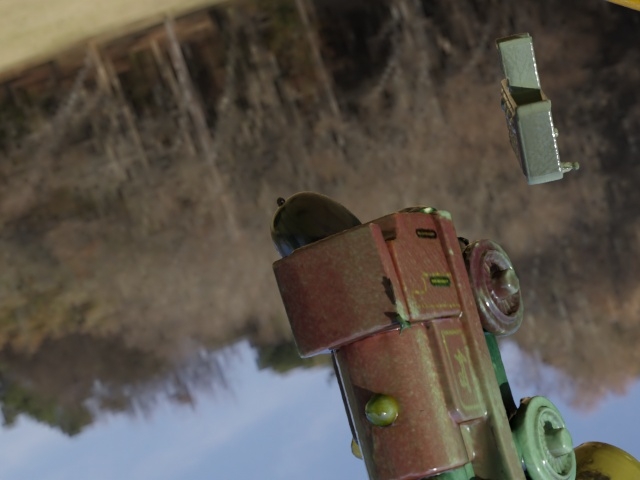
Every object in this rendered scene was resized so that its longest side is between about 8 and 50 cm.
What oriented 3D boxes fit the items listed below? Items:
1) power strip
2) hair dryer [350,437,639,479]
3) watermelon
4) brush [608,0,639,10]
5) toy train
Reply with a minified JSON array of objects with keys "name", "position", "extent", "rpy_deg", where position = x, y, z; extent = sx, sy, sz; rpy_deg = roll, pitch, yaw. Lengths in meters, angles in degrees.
[{"name":"power strip","position":[0.230,-0.152,1.710],"extent":[0.061,0.145,0.215],"rpy_deg":[-13,-166,4]},{"name":"hair dryer","position":[0.163,0.227,1.482],"extent":[0.279,0.090,0.135],"rpy_deg":[21,-122,22]},{"name":"watermelon","position":[0.000,0.000,1.460],"extent":[0.078,0.111,0.078],"rpy_deg":[-47,-172,9]},{"name":"brush","position":[0.248,-0.170,1.100],"extent":[0.272,0.103,0.013],"rpy_deg":[18,163,-6]},{"name":"toy train","position":[0.086,0.119,1.247],"extent":[0.150,0.304,0.221],"rpy_deg":[-22,170,30]}]
